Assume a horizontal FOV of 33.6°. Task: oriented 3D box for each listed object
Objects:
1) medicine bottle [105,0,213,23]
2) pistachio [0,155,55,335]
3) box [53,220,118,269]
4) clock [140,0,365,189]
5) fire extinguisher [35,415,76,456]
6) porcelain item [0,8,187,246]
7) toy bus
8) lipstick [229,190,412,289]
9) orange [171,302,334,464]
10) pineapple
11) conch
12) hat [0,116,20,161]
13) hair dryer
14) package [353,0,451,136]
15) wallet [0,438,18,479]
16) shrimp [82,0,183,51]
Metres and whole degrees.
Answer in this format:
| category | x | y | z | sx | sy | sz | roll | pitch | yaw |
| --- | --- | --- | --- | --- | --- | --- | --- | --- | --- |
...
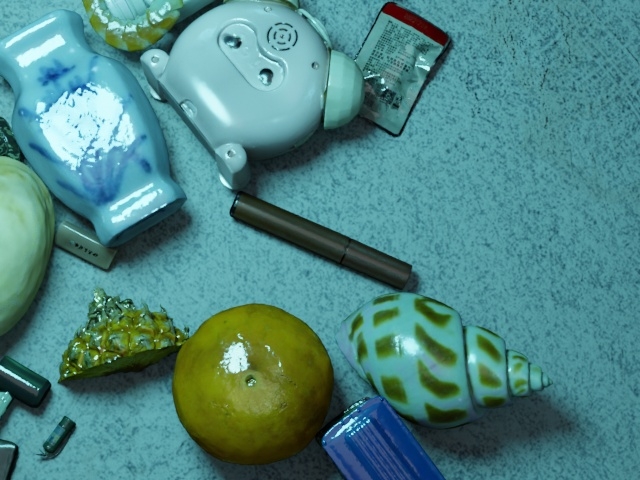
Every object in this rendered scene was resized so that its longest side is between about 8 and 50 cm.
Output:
| category | x | y | z | sx | sy | sz | roll | pitch | yaw |
| --- | --- | --- | --- | --- | --- | --- | --- | --- | --- |
| medicine bottle | -0.274 | -0.517 | 1.998 | 0.324 | 0.124 | 0.179 | -33 | 79 | -9 |
| pistachio | -0.584 | 0.010 | 1.835 | 0.238 | 0.229 | 0.321 | 19 | 86 | -38 |
| box | -0.430 | 0.009 | 1.936 | 0.115 | 0.025 | 0.048 | 28 | 119 | -3 |
| clock | -0.120 | -0.303 | 1.955 | 0.326 | 0.184 | 0.342 | -36 | 86 | -13 |
| fire extinguisher | -0.469 | 0.355 | 1.889 | 0.038 | 0.025 | 0.083 | 41 | 78 | -23 |
| porcelain item | -0.416 | -0.199 | 1.903 | 0.242 | 0.178 | 0.405 | -31 | 85 | -10 |
| toy bus | 0.126 | 0.423 | 1.869 | 0.138 | 0.175 | 0.288 | -36 | 87 | -10 |
| lipstick | 0.000 | 0.000 | 1.981 | 0.356 | 0.057 | 0.057 | 24 | 79 | -2 |
| orange | -0.119 | 0.250 | 1.846 | 0.284 | 0.226 | 0.284 | 1 | 75 | -3 |
| pineapple | -0.361 | 0.152 | 1.879 | 0.249 | 0.140 | 0.164 | -7 | 81 | -4 |
| conch | 0.216 | 0.213 | 1.907 | 0.368 | 0.197 | 0.249 | 17 | 59 | -9 |
| hat | -0.604 | -0.172 | 1.927 | 0.121 | 0.050 | 0.121 | 4 | 99 | 24 |
| hair dryer | -0.567 | 0.309 | 1.858 | 0.100 | 0.057 | 0.198 | 32 | 71 | 0 |
| package | 0.140 | -0.336 | 2.061 | 0.154 | 0.030 | 0.239 | 30 | 83 | -3 |
| wallet | -0.699 | 0.394 | 1.848 | 0.309 | 0.042 | 0.165 | 16 | 78 | -5 |
| shrimp | -0.343 | -0.427 | 1.905 | 0.161 | 0.049 | 0.166 | -39 | 100 | 6 |
